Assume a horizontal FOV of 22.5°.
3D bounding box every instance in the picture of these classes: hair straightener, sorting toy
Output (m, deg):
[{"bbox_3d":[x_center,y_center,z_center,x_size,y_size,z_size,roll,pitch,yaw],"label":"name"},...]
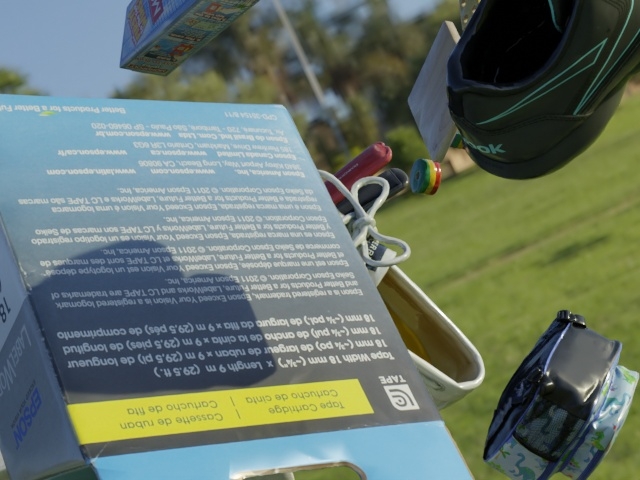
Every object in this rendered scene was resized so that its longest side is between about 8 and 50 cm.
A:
[{"bbox_3d":[0.000,0.000,1.676,0.230,0.089,0.047,-41,37,-3],"label":"hair straightener"},{"bbox_3d":[0.173,-0.195,2.047,0.046,0.132,0.274,6,-51,-22],"label":"sorting toy"}]

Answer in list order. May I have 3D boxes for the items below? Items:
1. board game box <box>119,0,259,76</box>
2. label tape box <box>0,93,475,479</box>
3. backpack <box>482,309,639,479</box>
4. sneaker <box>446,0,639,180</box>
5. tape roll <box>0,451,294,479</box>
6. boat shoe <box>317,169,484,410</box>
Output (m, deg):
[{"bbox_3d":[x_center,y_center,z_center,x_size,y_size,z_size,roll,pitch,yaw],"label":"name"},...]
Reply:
[{"bbox_3d":[-0.147,-0.267,1.637,0.060,0.194,0.194,9,-36,-32],"label":"board game box"},{"bbox_3d":[-0.078,0.066,0.969,0.241,0.333,0.106,-1,-39,-34],"label":"label tape box"},{"bbox_3d":[0.173,0.128,1.171,0.114,0.084,0.105,-59,-3,37],"label":"backpack"},{"bbox_3d":[0.169,-0.150,0.885,0.267,0.101,0.106,-51,-33,2],"label":"sneaker"},{"bbox_3d":[-0.208,0.249,1.310,0.392,0.072,0.392,-18,-38,-15],"label":"tape roll"},{"bbox_3d":[0.021,0.020,1.458,0.156,0.367,0.136,-27,21,42],"label":"boat shoe"}]
